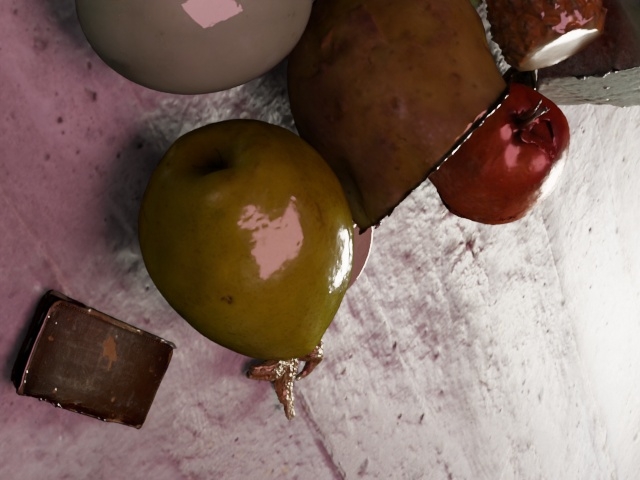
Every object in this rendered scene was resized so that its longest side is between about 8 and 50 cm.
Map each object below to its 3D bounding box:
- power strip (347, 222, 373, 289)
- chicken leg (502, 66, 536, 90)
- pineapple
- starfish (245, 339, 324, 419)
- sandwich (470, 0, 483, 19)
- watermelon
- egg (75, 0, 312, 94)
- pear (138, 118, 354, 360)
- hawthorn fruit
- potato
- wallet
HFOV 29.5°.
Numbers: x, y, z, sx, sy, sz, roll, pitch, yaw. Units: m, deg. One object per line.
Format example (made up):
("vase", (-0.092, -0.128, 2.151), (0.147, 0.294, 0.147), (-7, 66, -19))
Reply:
("power strip", (0.000, 0.000, 1.639), (0.154, 0.078, 0.154), (-21, 118, -47))
("chicken leg", (0.315, -0.195, 1.957), (0.198, 0.069, 0.085), (77, 25, -45))
("pineapple", (0.274, -0.414, 1.676), (0.169, 0.169, 0.341), (-11, 80, -48))
("starfish", (-0.041, 0.162, 1.698), (0.150, 0.053, 0.210), (-21, 124, -39))
("sandwich", (0.118, -0.330, 1.620), (0.258, 0.096, 0.094), (17, 89, -52))
("watermelon", (0.407, -0.307, 1.818), (0.258, 0.387, 0.228), (-44, 168, 27))
("egg", (-0.127, -0.254, 1.267), (0.282, 0.203, 0.203), (-18, 121, -50))
("pear", (-0.080, 0.004, 1.408), (0.253, 0.253, 0.307), (-49, 135, -24))
("hawthorn fruit", (0.263, -0.139, 1.753), (0.211, 0.211, 0.299), (-57, -178, -14))
("potato", (0.064, -0.191, 1.464), (0.289, 0.237, 0.301), (-48, -175, -3))
("wallet", (-0.266, 0.146, 1.435), (0.232, 0.031, 0.122), (33, 76, -54))
